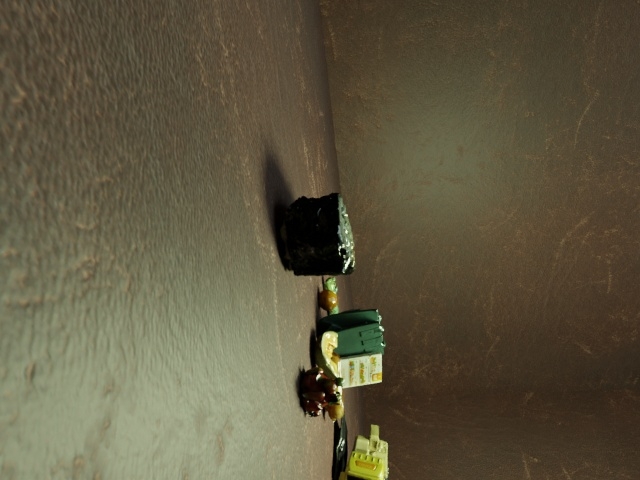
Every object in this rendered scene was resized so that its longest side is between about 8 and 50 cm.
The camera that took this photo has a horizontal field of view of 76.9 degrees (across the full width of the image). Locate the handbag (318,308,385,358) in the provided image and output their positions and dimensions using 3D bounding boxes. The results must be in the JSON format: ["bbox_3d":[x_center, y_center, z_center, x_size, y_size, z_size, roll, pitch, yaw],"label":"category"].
[{"bbox_3d":[0.125,0.373,1.545,0.326,0.239,0.089,75,3,-52],"label":"handbag"}]

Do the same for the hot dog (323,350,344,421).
[{"bbox_3d":[0.039,0.526,1.451,0.104,0.077,0.249,169,-80,-78],"label":"hot dog"}]

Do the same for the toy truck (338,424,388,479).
[{"bbox_3d":[0.191,0.933,1.647,0.405,0.181,0.253,25,70,-76],"label":"toy truck"}]

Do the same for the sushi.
[{"bbox_3d":[0.000,0.000,1.093,0.350,0.171,0.210,51,33,-77],"label":"sushi"}]

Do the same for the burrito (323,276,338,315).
[{"bbox_3d":[0.054,0.266,1.760,0.104,0.054,0.287,-83,166,-57],"label":"burrito"}]

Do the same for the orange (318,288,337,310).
[{"bbox_3d":[0.029,0.227,1.538,0.083,0.070,0.083,-5,90,-87],"label":"orange"}]

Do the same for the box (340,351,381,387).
[{"bbox_3d":[0.132,0.508,1.567,0.032,0.221,0.121,-158,-114,-72],"label":"box"}]

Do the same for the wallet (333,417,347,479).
[{"bbox_3d":[0.088,0.906,1.675,0.322,0.041,0.246,-82,165,-46],"label":"wallet"}]

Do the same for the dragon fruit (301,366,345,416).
[{"bbox_3d":[-0.002,0.419,1.107,0.142,0.175,0.138,-8,82,-52],"label":"dragon fruit"}]

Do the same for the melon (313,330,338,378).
[{"bbox_3d":[0.009,0.368,1.328,0.128,0.079,0.160,54,28,-40],"label":"melon"}]
